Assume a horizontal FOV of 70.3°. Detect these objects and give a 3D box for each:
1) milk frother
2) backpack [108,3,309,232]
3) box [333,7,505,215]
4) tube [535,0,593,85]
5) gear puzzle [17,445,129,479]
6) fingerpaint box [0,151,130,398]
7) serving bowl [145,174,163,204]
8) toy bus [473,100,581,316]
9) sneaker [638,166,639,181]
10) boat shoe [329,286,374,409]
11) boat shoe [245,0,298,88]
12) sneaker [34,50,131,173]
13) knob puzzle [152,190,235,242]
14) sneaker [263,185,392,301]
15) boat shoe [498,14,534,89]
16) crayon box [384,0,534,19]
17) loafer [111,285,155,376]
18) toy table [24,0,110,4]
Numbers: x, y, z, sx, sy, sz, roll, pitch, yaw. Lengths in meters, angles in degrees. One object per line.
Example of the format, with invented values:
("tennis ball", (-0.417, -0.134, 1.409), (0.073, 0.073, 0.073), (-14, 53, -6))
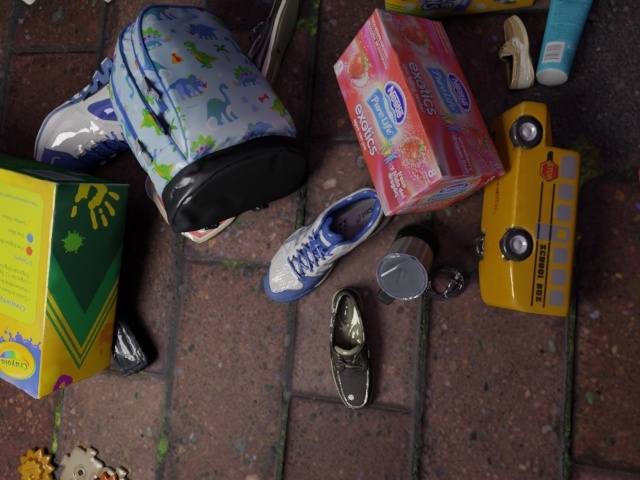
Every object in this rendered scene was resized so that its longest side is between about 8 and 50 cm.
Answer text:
("milk frother", (0.177, 0.060, 0.778), (0.143, 0.135, 0.129), (18, 120, 15))
("backpack", (-0.217, -0.234, 0.813), (0.355, 0.290, 0.273), (49, 140, 23))
("box", (0.157, -0.208, 0.760), (0.154, 0.142, 0.300), (-7, 73, -32))
("tube", (0.435, -0.383, 0.810), (0.080, 0.052, 0.207), (17, 84, 8))
("gear puzzle", (-0.485, 0.524, 0.922), (0.339, 0.044, 0.175), (26, 91, 13))
("fingerpaint box", (-0.600, 0.030, 0.869), (0.444, 0.163, 0.371), (14, 100, 21))
("serving bowl", (-0.319, -0.114, 0.949), (0.083, 0.027, 0.083), (0, 84, 2))
("toy bus", (0.343, -0.049, 0.755), (0.130, 0.108, 0.333), (7, 86, -7))
("sneaker", (0.616, -0.169, 0.745), (0.221, 0.087, 0.128), (-12, 74, -2))
("boat shoe", (0.050, 0.197, 0.824), (0.080, 0.073, 0.224), (-5, 84, 11))
("boat shoe", (-0.106, -0.407, 0.905), (0.079, 0.084, 0.233), (21, 93, 12))
("sneaker", (-0.422, -0.224, 0.932), (0.182, 0.127, 0.315), (41, 92, 14))
("knob puzzle", (-0.244, -0.093, 0.916), (0.213, 0.030, 0.213), (0, 84, 0))
("sneaker", (0.000, 0.000, 0.824), (0.296, 0.131, 0.112), (-43, 80, 7))
("boat shoe", (0.348, -0.339, 0.821), (0.045, 0.050, 0.135), (-11, 83, 5))
("crayon box", (0.267, -0.476, 0.771), (0.322, 0.203, 0.083), (-3, 85, 12))
("loafer", (-0.421, 0.169, 0.923), (0.078, 0.076, 0.223), (-30, 84, 0))
("toy table", (-0.574, -0.621, 0.957), (0.161, 0.252, 0.274), (39, 102, 29))
